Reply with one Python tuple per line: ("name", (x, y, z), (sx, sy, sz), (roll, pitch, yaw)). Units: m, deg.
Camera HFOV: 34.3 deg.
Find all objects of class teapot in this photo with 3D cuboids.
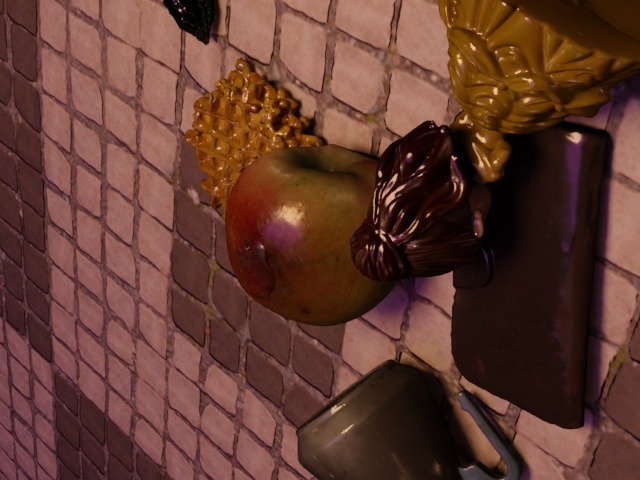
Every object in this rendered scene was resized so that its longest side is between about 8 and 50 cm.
("teapot", (0.105, 0.252, 1.161), (0.203, 0.171, 0.225), (-40, 86, 20))

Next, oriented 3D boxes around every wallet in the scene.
("wallet", (0.194, 0.026, 1.010), (0.165, 0.042, 0.310), (20, 123, 41))

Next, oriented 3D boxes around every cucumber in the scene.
("cucumber", (-0.183, -0.370, 1.197), (0.072, 0.072, 0.300), (-6, 107, 50))

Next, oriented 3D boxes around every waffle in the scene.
("waffle", (-0.079, -0.099, 1.228), (0.197, 0.070, 0.193), (51, 139, 16))

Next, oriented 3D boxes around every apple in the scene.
("apple", (0.000, 0.000, 1.106), (0.174, 0.207, 0.188), (-102, 22, -60))

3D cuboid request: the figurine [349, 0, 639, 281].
("figurine", (0.138, -0.094, 0.903), (0.187, 0.168, 0.315), (31, 132, 7))
